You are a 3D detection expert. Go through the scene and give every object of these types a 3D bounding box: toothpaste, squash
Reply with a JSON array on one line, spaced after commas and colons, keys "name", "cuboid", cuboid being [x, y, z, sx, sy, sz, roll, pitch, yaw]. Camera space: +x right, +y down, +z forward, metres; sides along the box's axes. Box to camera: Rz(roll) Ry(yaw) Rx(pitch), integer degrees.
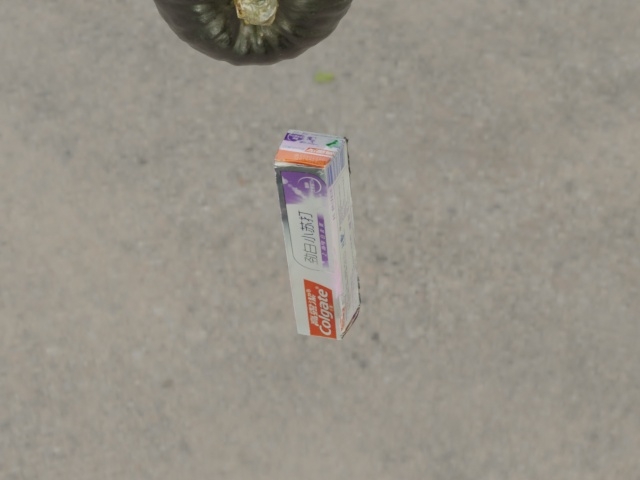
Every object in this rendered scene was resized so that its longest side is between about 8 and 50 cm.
[{"name": "toothpaste", "cuboid": [0.000, 0.000, 0.987, 0.047, 0.196, 0.040, 9, 49, 13]}, {"name": "squash", "cuboid": [-0.057, -0.229, 1.029, 0.193, 0.193, 0.155, 8, 71, 9]}]
